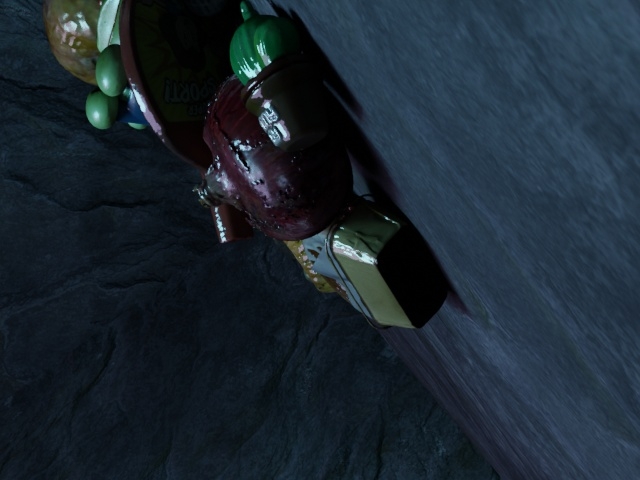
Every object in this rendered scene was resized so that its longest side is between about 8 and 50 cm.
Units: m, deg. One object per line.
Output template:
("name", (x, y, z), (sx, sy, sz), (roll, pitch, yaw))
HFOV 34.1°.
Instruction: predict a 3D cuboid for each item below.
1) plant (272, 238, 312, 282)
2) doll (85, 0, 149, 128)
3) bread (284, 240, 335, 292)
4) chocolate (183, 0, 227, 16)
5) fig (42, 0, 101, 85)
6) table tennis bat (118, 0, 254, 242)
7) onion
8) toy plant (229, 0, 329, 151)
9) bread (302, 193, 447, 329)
("plant", (0.001, -0.001, 2.104), (0.146, 0.149, 0.274), (10, 151, 45))
("doll", (-0.261, -0.300, 1.619), (0.198, 0.186, 0.322), (124, 153, -50))
("bread", (0.005, -0.016, 1.866), (0.274, 0.149, 0.274), (49, 177, 3))
("chocolate", (-0.176, -0.373, 1.445), (0.072, 0.072, 0.167), (51, 178, 27))
("fig", (-0.371, -0.483, 1.959), (0.286, 0.286, 0.368), (66, -157, -72))
("table tennis bat", (-0.174, -0.198, 1.510), (0.268, 0.051, 0.414), (-14, -91, -57))
("onion", (-0.072, -0.111, 1.420), (0.252, 0.219, 0.252), (156, 90, -88))
("toy plant", (-0.055, -0.209, 1.254), (0.200, 0.105, 0.143), (65, 167, 7))
("bread", (0.076, 0.024, 1.549), (0.212, 0.142, 0.224), (26, 155, 49))
